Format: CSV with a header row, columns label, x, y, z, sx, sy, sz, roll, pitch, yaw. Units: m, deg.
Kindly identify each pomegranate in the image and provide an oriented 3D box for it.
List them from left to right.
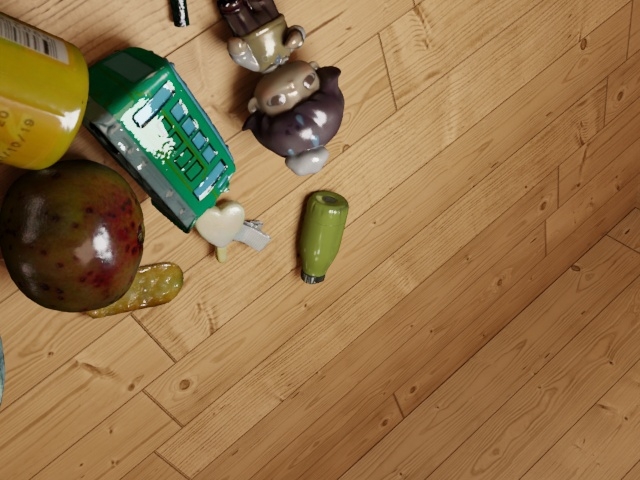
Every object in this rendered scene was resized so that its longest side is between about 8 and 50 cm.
label,x,y,z,sx,sy,sz,roll,pitch,yaw
pomegranate,-0.485,-0.003,1.182,0.324,0.290,0.290,-9,142,18

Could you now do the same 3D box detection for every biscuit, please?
label,x,y,z,sx,sy,sz,roll,pitch,yaw
biscuit,-0.432,0.113,1.470,0.247,0.029,0.118,-9,119,-38

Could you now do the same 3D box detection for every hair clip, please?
label,x,y,z,sx,sy,sz,roll,pitch,yaw
hair clip,-0.222,-0.021,1.534,0.219,0.071,0.159,22,106,-45

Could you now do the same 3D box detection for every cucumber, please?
label,x,y,z,sx,sy,sz,roll,pitch,yaw
cucumber,-0.265,-0.463,1.166,0.032,0.032,0.133,-25,134,-27

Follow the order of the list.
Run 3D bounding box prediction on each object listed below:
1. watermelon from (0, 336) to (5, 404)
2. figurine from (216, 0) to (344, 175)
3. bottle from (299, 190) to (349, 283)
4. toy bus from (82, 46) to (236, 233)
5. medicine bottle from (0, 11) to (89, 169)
label,x,y,z,sx,sy,sz,roll,pitch,yaw
watermelon,-0.737,0.262,1.179,0.259,0.228,0.386,4,112,-36
figurine,-0.069,-0.340,1.309,0.218,0.206,0.364,-46,141,-27
bottle,0.000,0.000,1.714,0.112,0.112,0.260,-13,129,-36
toy bus,-0.309,-0.197,1.220,0.199,0.184,0.343,-46,142,-13
medicine bottle,-0.559,-0.250,0.909,0.385,0.224,0.224,15,110,-49
